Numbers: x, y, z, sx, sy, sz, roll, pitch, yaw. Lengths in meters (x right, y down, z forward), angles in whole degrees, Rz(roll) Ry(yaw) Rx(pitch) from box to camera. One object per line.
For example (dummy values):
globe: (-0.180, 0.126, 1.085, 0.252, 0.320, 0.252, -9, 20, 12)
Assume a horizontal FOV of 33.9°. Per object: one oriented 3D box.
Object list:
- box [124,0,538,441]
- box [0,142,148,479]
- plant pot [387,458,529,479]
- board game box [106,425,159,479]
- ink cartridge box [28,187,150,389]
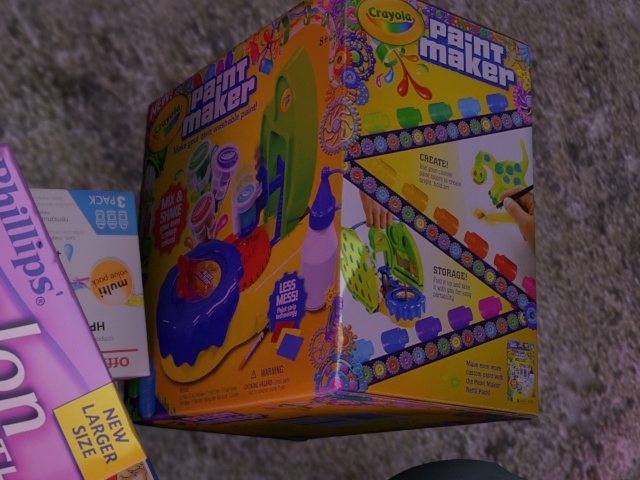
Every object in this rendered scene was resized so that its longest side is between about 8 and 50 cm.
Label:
box: (0.000, 0.000, 0.803, 0.177, 0.290, 0.279, 13, 70, -33)
box: (-0.265, 0.088, 0.647, 0.243, 0.117, 0.214, -24, 94, -20)
plant pot: (0.074, 0.347, 0.736, 0.341, 0.341, 0.334, 62, 32, -7)
board game box: (-0.185, 0.238, 0.741, 0.201, 0.035, 0.136, -32, 103, -47)
ink cartridge box: (-0.190, 0.056, 0.790, 0.104, 0.061, 0.181, -1, 80, -37)
